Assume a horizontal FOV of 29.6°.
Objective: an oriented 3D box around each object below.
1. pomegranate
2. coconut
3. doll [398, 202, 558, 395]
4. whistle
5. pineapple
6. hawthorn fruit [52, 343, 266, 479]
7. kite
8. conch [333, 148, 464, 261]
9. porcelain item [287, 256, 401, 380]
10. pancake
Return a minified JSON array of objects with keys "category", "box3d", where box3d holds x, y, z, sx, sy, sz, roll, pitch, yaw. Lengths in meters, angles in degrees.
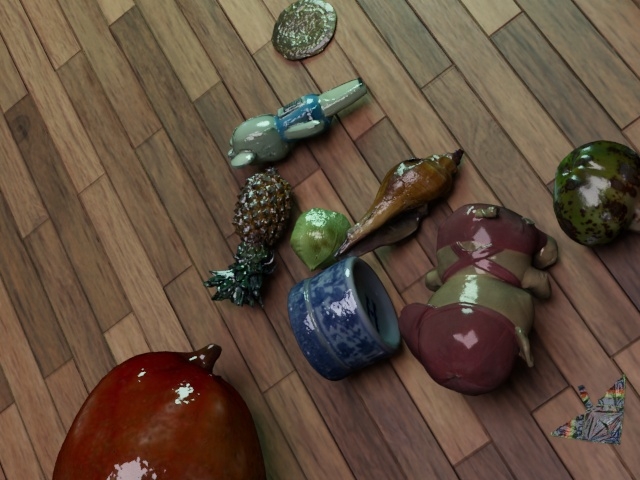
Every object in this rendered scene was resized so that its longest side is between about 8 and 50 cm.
[{"category":"pomegranate","box3d":[0.374,-0.057,1.543,0.163,0.125,0.138,15,66,29]},{"category":"coconut","box3d":[0.000,0.000,1.738,0.087,0.088,0.096,2,68,28]},{"category":"doll","box3d":[0.203,0.082,1.565,0.196,0.152,0.256,-28,39,51]},{"category":"whistle","box3d":[-0.035,-0.177,1.828,0.235,0.077,0.114,-26,30,10]},{"category":"pineapple","box3d":[-0.102,-0.008,1.790,0.103,0.083,0.221,13,78,14]},{"category":"hawthorn fruit","box3d":[-0.220,0.306,1.632,0.295,0.295,0.311,-25,61,17]},{"category":"kite","box3d":[0.347,0.222,1.524,0.122,0.004,0.090,-36,60,11]},{"category":"conch","box3d":[0.109,-0.054,1.699,0.233,0.086,0.080,-45,35,5]},{"category":"porcelain item","box3d":[0.029,0.108,1.645,0.114,0.147,0.147,-27,62,18]},{"category":"pancake","box3d":[-0.026,-0.334,1.914,0.114,0.011,0.115,-9,68,24]}]
